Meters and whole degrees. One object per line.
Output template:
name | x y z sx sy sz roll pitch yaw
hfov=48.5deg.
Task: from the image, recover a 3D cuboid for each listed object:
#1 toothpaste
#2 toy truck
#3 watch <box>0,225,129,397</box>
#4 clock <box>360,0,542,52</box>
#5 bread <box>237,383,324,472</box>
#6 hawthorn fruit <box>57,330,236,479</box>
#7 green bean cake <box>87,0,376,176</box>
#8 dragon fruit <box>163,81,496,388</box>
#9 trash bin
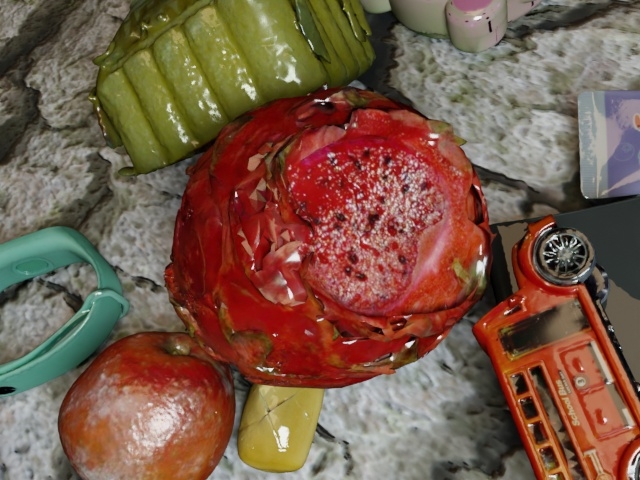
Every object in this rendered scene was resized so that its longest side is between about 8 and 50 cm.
toothpaste | 0.459 -0.105 0.721 0.372 0.080 0.125 -1 76 19
toy truck | 0.195 0.111 0.541 0.114 0.107 0.252 -27 63 18
watch | -0.353 0.081 0.875 0.237 0.068 0.195 -18 58 8
clock | 0.211 -0.407 0.953 0.284 0.114 0.309 34 76 29
bread | -0.043 0.177 0.727 0.082 0.056 0.115 11 65 24
hawthorn fruit | -0.163 0.172 0.707 0.173 0.173 0.172 -8 59 13
green bean cake | -0.114 -0.234 0.880 0.310 0.202 0.285 -19 14 24
dragon fruit | 0.000 0.000 0.673 0.302 0.296 0.295 -7 56 43
trash bin | 0.251 0.092 0.651 0.165 0.115 0.225 -10 60 13
